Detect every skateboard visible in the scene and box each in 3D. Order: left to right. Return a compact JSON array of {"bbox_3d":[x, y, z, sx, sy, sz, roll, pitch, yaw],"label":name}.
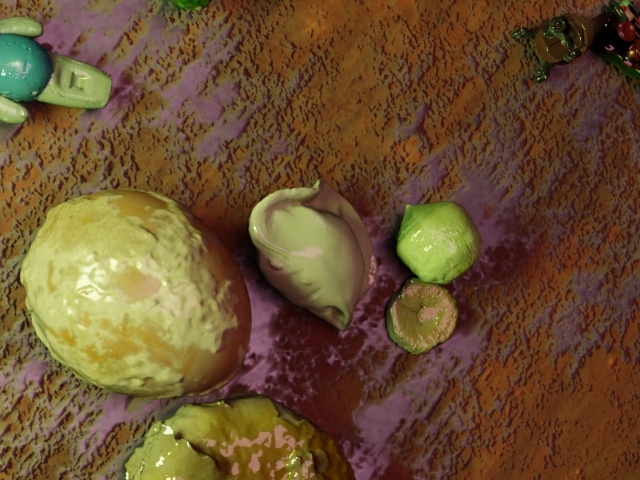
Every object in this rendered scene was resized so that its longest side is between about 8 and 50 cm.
[{"bbox_3d":[0.276,-0.224,1.532,0.080,0.151,0.067,-27,94,-12],"label":"skateboard"}]

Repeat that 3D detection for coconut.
[{"bbox_3d":[0.123,-0.001,1.489,0.087,0.088,0.096,-33,79,-20],"label":"coconut"}]

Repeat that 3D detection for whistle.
[{"bbox_3d":[-0.317,-0.172,1.355,0.235,0.077,0.114,12,73,-20],"label":"whistle"}]

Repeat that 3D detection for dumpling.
[{"bbox_3d":[-0.001,-0.001,1.439,0.169,0.100,0.134,34,60,-15],"label":"dumpling"}]

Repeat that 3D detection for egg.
[{"bbox_3d":[-0.170,0.053,1.324,0.233,0.195,0.195,31,75,-2],"label":"egg"}]

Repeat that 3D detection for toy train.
[{"bbox_3d":[0.420,-0.185,1.633,0.249,0.053,0.085,40,65,-11],"label":"toy train"}]

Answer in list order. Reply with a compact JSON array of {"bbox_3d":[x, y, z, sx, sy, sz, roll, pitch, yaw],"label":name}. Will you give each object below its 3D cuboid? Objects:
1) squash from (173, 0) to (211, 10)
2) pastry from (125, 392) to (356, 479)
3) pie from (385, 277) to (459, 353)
[{"bbox_3d":[-0.146,-0.376,1.434,0.082,0.082,0.293,-2,83,-20],"label":"squash"},{"bbox_3d":[-0.069,0.271,1.371,0.257,0.121,0.236,25,76,-16],"label":"pastry"},{"bbox_3d":[0.109,0.081,1.509,0.084,0.020,0.084,2,84,-17],"label":"pie"}]
